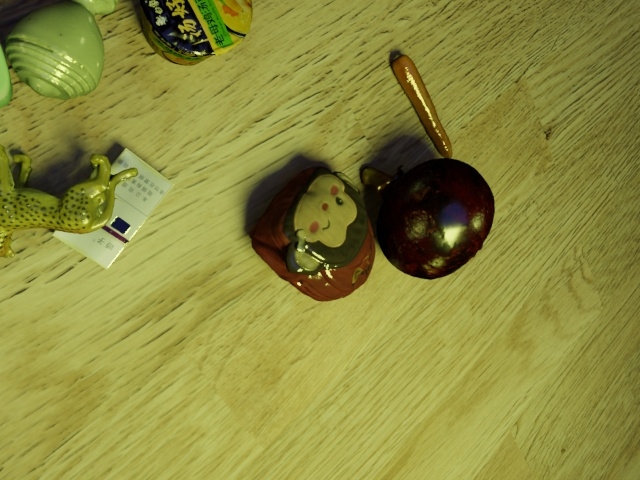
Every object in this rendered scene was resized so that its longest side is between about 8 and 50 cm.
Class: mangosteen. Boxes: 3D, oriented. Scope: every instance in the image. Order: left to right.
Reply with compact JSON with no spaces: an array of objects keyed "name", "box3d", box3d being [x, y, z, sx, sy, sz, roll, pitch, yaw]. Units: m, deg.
[{"name":"mangosteen","box3d":[0.185,-0.063,0.817,0.261,0.235,0.235,37,73,8]}]

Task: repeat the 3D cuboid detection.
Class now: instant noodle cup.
[{"name":"instant noodle cup","box3d":[-0.188,-0.323,0.620,0.151,0.122,0.152,-4,98,-31]}]

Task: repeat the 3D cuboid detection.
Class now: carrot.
[{"name":"carrot","box3d":[0.215,-0.270,0.902,0.043,0.043,0.248,-45,116,-19]}]

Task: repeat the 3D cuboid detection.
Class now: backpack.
[{"name":"backpack","box3d":[0.002,0.000,0.751,0.229,0.139,0.229,12,71,-37]}]

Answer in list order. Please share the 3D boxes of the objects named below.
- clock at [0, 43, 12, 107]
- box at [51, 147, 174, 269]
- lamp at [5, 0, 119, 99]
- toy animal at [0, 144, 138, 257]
[{"name":"clock","box3d":[-0.461,-0.253,0.499,0.159,0.066,0.211,-11,99,-29]},{"name":"box","box3d":[-0.293,-0.046,0.627,0.084,0.040,0.154,40,74,-26]},{"name":"lamp","box3d":[-0.321,-0.270,0.565,0.106,0.106,0.193,24,72,-29]},{"name":"toy animal","box3d":[-0.335,-0.043,0.560,0.181,0.073,0.136,4,84,-13]}]
